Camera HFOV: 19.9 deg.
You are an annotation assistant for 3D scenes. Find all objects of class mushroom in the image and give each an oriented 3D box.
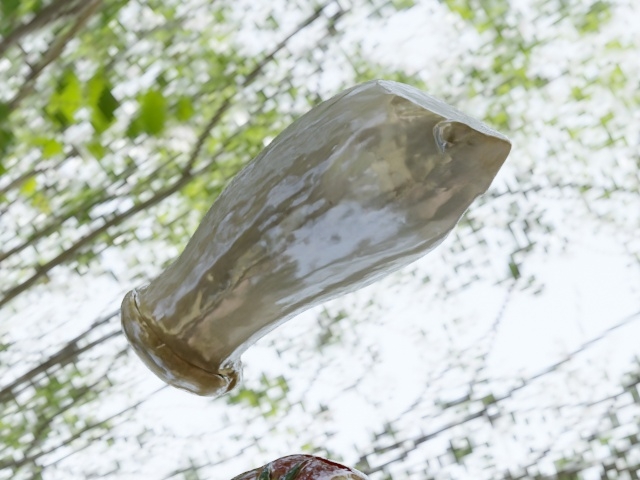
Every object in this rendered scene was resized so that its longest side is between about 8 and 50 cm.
[{"bbox_3d":[-0.001,-0.010,0.991,0.096,0.247,0.108,11,-131,-60],"label":"mushroom"}]

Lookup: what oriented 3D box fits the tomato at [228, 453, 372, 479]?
[{"bbox_3d":[-0.010,0.123,0.676,0.087,0.087,0.075,-48,-59,-40],"label":"tomato"}]
